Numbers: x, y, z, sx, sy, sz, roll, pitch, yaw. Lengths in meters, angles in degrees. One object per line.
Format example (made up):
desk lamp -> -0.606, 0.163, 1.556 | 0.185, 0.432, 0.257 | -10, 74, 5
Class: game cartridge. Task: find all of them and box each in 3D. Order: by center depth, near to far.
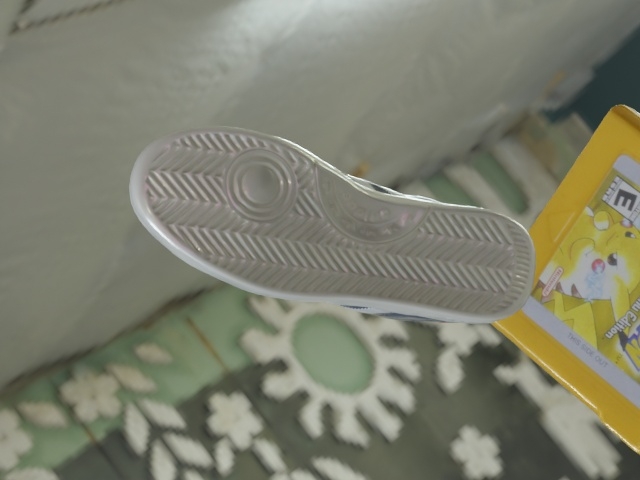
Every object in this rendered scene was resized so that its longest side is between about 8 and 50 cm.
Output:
game cartridge -> 0.356, 0.060, 1.684 | 0.052, 0.323, 0.285 | 7, -61, -53

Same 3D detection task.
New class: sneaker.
sneaker -> 0.000, 0.000, 1.361 | 0.148, 0.350, 0.131 | 167, 121, -74
